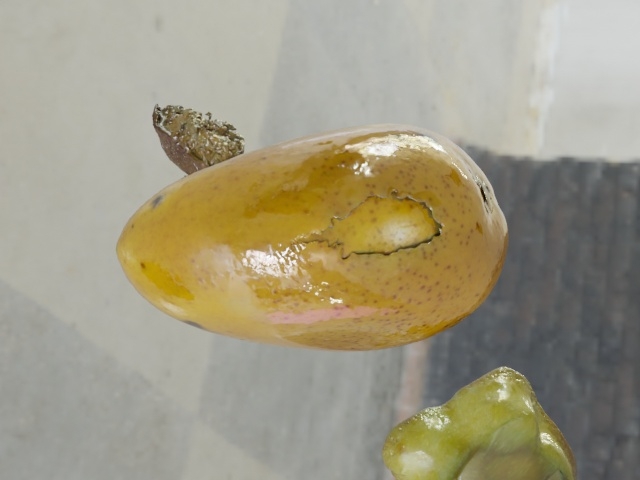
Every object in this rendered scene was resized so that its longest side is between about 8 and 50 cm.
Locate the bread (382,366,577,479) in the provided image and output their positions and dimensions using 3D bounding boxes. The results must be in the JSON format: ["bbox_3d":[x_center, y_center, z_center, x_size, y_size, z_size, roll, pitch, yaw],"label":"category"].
[{"bbox_3d":[0.164,0.239,1.293,0.233,0.161,0.088,59,-9,-15],"label":"bread"}]

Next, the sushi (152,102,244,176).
[{"bbox_3d":[-0.112,-0.092,1.347,0.060,0.118,0.061,90,24,-50],"label":"sushi"}]

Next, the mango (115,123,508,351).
[{"bbox_3d":[0.000,0.000,1.035,0.191,0.290,0.159,140,-56,-74],"label":"mango"}]
